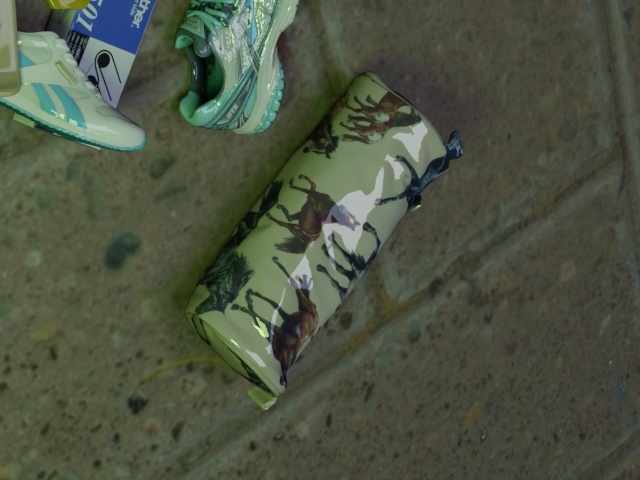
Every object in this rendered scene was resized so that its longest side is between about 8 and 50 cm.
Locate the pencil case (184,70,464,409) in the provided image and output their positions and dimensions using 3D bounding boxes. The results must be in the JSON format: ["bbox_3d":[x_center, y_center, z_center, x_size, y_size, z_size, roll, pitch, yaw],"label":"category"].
[{"bbox_3d":[0.000,0.000,2.161,0.183,0.160,0.410,44,74,-28],"label":"pencil case"}]

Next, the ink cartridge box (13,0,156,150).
[{"bbox_3d":[-0.254,-0.211,1.930,0.097,0.046,0.207,19,93,-45],"label":"ink cartridge box"}]

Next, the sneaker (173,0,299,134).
[{"bbox_3d":[-0.100,-0.255,2.012,0.122,0.110,0.283,-7,110,-37],"label":"sneaker"}]

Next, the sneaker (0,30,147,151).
[{"bbox_3d":[-0.279,-0.164,1.843,0.228,0.087,0.092,28,85,-13],"label":"sneaker"}]

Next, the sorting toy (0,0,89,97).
[{"bbox_3d":[-0.365,-0.255,1.761,0.307,0.041,0.229,-7,97,-27],"label":"sorting toy"}]
